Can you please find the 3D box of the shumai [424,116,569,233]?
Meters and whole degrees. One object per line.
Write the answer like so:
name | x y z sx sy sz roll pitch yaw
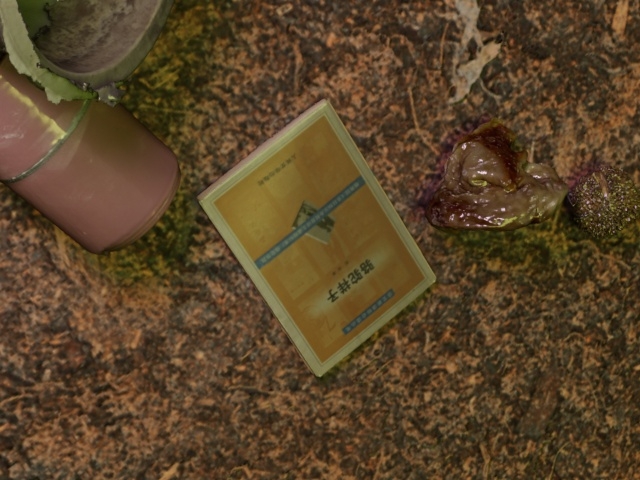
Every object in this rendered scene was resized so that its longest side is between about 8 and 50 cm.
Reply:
shumai | 0.171 -0.054 1.656 0.139 0.123 0.105 -36 106 2

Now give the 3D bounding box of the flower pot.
flower pot | -0.266 -0.268 1.277 0.290 0.259 0.290 -42 139 -52

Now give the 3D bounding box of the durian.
durian | 0.310 -0.040 1.751 0.080 0.080 0.091 -53 135 -4

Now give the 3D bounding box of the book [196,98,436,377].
book | 0.000 0.000 1.642 0.170 0.018 0.242 -39 117 -12

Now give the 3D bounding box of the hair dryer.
hair dryer | -0.167 -0.180 1.467 0.210 0.125 0.352 43 77 -29
